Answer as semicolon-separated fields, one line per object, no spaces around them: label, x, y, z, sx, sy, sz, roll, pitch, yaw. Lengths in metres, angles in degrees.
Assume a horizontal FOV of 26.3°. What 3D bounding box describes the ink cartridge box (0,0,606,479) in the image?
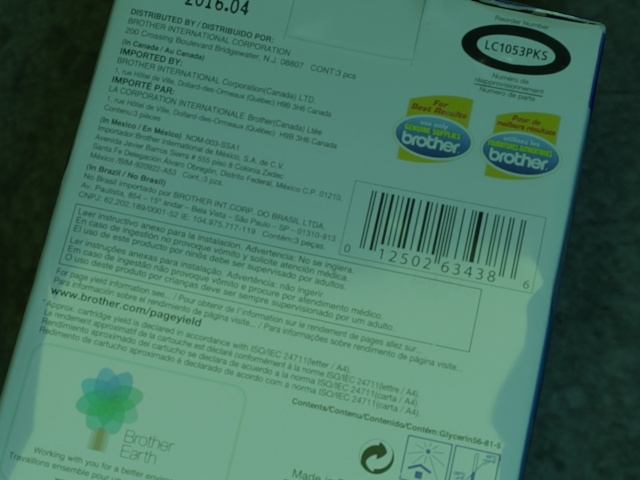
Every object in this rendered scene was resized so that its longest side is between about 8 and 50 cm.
ink cartridge box;0.000;0.000;0.763;0.270;0.151;0.395;12;77;5
